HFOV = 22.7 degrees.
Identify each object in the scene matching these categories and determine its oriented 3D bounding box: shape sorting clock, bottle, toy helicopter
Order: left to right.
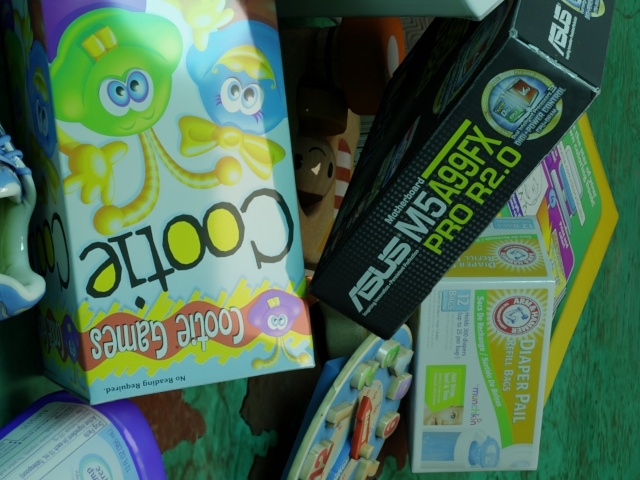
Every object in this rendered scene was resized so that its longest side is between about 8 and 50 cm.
[{"bbox_3d":[-0.193,0.190,0.894,0.283,0.092,0.118,-40,124,-54],"label":"bottle"},{"bbox_3d":[0.000,0.000,1.219,0.355,0.140,0.235,70,26,-49],"label":"toy helicopter"},{"bbox_3d":[0.023,0.159,1.256,0.206,0.040,0.206,-47,152,-35],"label":"shape sorting clock"}]

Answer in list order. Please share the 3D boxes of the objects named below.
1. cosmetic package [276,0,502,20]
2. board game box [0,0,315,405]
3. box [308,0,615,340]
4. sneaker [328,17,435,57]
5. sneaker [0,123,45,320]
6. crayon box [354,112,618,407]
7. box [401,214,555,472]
[{"bbox_3d":[0.010,-0.250,0.973,0.155,0.365,0.197,-41,112,-15],"label":"cosmetic package"},{"bbox_3d":[-0.104,-0.054,0.971,0.144,0.142,0.275,-8,96,-20],"label":"board game box"},{"bbox_3d":[0.096,-0.096,0.977,0.060,0.216,0.270,31,37,-8],"label":"box"},{"bbox_3d":[0.081,-0.203,1.275,0.292,0.108,0.169,41,34,3],"label":"sneaker"},{"bbox_3d":[-0.202,-0.052,0.914,0.080,0.081,0.211,-21,104,-57],"label":"sneaker"},{"bbox_3d":[0.158,-0.069,1.514,0.313,0.106,0.363,-60,137,-45],"label":"crayon box"},{"bbox_3d":[0.131,0.088,1.359,0.103,0.114,0.203,-94,-177,-57],"label":"box"}]
